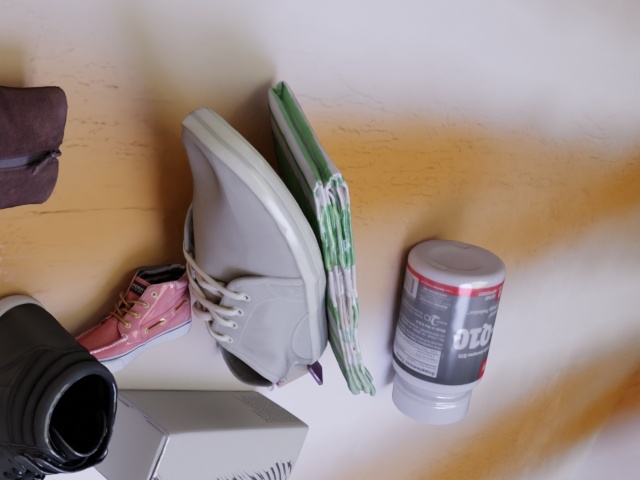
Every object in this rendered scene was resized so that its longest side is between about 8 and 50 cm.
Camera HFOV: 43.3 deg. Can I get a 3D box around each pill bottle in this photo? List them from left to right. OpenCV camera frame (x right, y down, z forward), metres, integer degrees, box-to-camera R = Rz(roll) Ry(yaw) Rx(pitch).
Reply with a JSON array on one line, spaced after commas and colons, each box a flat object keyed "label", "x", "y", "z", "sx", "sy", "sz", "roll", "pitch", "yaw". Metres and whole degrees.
[{"label": "pill bottle", "x": 0.209, "y": 0.156, "z": 1.367, "sx": 0.161, "sy": 0.161, "sz": 0.283, "roll": -19, "pitch": 124, "yaw": -46}]

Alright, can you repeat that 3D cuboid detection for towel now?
[{"label": "towel", "x": 0.000, "y": 0.000, "z": 0.959, "sx": 0.038, "sy": 0.248, "sz": 0.325, "roll": -17, "pitch": 128, "yaw": -8}]

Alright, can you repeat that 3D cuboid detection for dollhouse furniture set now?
[{"label": "dollhouse furniture set", "x": -0.060, "y": 0.156, "z": 1.152, "sx": 0.081, "sy": 0.091, "sz": 0.114, "roll": -27, "pitch": 117, "yaw": 13}]

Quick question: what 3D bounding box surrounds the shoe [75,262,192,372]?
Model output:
[{"label": "shoe", "x": -0.208, "y": 0.081, "z": 0.874, "sx": 0.178, "sy": 0.063, "sz": 0.081, "roll": -22, "pitch": 125, "yaw": -51}]

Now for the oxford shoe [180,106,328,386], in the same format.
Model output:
[{"label": "oxford shoe", "x": -0.083, "y": 0.040, "z": 0.888, "sx": 0.130, "sy": 0.169, "sz": 0.449, "roll": -34, "pitch": 149, "yaw": -16}]

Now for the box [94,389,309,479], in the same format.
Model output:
[{"label": "box", "x": -0.143, "y": 0.252, "z": 1.012, "sx": 0.275, "sy": 0.113, "sz": 0.094, "roll": 15, "pitch": 98, "yaw": -53}]

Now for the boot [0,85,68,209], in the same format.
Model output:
[{"label": "boot", "x": -0.290, "y": -0.110, "z": 0.626, "sx": 0.207, "sy": 0.090, "sz": 0.248, "roll": -27, "pitch": 144, "yaw": -52}]

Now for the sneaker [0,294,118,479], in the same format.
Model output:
[{"label": "sneaker", "x": -0.284, "y": 0.215, "z": 0.775, "sx": 0.104, "sy": 0.147, "sz": 0.296, "roll": -2, "pitch": 112, "yaw": -54}]
